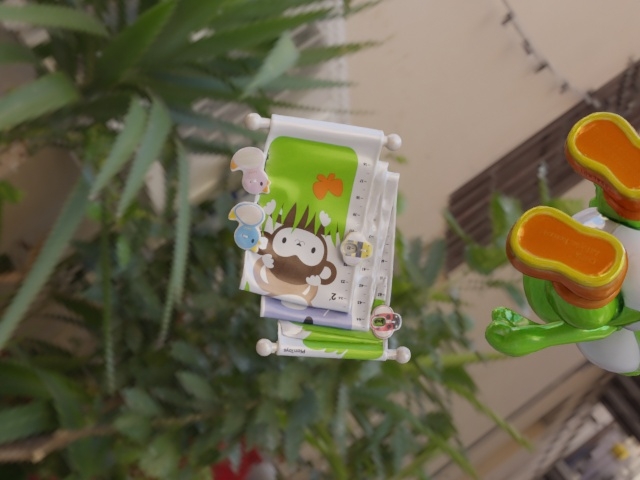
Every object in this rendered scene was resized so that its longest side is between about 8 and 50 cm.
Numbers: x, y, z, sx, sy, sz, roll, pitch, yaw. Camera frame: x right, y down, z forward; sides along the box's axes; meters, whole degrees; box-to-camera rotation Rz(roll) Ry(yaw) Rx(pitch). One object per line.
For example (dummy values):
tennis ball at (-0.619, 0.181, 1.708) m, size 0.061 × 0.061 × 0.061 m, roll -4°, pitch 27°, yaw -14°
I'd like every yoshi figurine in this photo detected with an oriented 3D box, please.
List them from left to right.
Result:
yoshi figurine at (0.248, 0.022, 1.297) m, size 0.362 × 0.203 × 0.203 m, roll 55°, pitch 24°, yaw -61°

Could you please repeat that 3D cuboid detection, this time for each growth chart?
growth chart at (0.000, 0.000, 1.278) m, size 0.021 × 0.172 × 0.237 m, roll -164°, pitch -107°, yaw -77°
